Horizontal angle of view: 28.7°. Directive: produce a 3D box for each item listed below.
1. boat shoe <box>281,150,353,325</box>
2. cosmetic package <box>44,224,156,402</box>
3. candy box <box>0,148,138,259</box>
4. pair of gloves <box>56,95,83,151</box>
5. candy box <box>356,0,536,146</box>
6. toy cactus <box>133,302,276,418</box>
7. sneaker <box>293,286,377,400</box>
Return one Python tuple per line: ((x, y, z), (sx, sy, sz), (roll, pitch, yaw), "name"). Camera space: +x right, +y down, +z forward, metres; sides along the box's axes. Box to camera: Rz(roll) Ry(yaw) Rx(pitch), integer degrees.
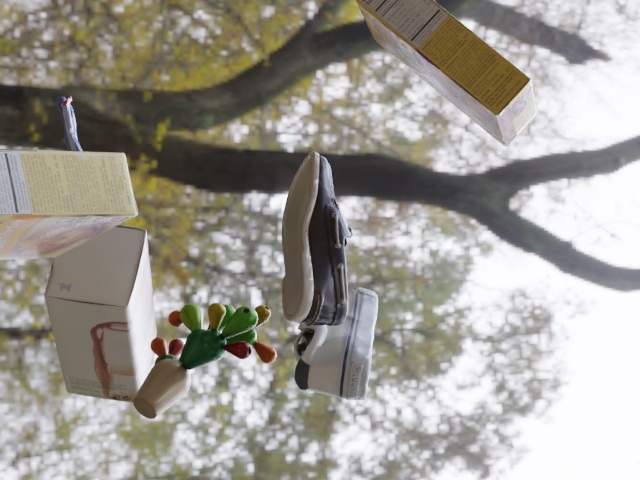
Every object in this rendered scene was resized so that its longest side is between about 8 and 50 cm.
((0.000, 0.000, 1.343), (0.075, 0.064, 0.206), (-45, -145, 51), "boat shoe")
((-0.335, 0.114, 1.946), (0.296, 0.129, 0.153), (94, 4, -56), "cosmetic package")
((-0.390, -0.037, 1.422), (0.183, 0.316, 0.088), (-23, -103, 41), "candy box")
((-0.332, -0.120, 1.718), (0.198, 0.023, 0.159), (-156, -127, -75), "pair of gloves")
((0.125, -0.180, 1.236), (0.186, 0.109, 0.053), (43, -90, 18), "candy box")
((-0.153, 0.148, 1.489), (0.219, 0.180, 0.112), (-16, -65, 45), "toy cactus")
((0.016, 0.111, 1.474), (0.258, 0.091, 0.094), (-75, 174, -77), "sneaker")
